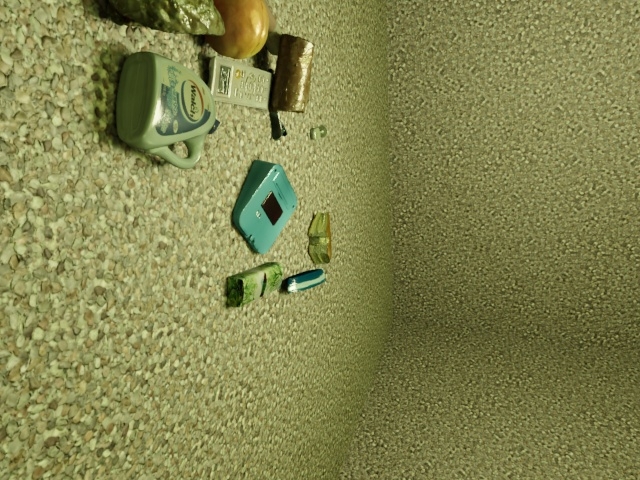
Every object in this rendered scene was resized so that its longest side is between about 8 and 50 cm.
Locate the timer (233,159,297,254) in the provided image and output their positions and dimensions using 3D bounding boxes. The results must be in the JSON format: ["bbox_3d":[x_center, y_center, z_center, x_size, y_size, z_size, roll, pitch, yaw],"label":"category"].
[{"bbox_3d":[-0.193,-0.107,1.474,0.250,0.091,0.232,-62,153,-24],"label":"timer"}]

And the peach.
[{"bbox_3d":[-0.214,-0.558,1.136,0.184,0.184,0.185,5,90,-70],"label":"peach"}]

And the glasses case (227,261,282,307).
[{"bbox_3d":[-0.206,0.139,1.467,0.272,0.062,0.096,-21,114,-68],"label":"glasses case"}]

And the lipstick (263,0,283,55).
[{"bbox_3d":[-0.176,-0.669,1.353,0.254,0.070,0.070,44,54,-65],"label":"lipstick"}]

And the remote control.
[{"bbox_3d":[-0.229,-0.447,1.294,0.313,0.054,0.110,-23,127,-64],"label":"remote control"}]

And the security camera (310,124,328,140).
[{"bbox_3d":[-0.013,-0.455,1.900,0.092,0.058,0.058,-28,121,-52],"label":"security camera"}]

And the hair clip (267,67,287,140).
[{"bbox_3d":[-0.152,-0.458,1.518,0.070,0.039,0.230,-51,139,-55],"label":"hair clip"}]

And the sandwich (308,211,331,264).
[{"bbox_3d":[0.000,0.000,1.961,0.088,0.089,0.245,-37,129,-67],"label":"sandwich"}]

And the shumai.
[{"bbox_3d":[-0.298,-0.521,0.888,0.256,0.188,0.219,-53,144,-65],"label":"shumai"}]

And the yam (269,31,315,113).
[{"bbox_3d":[-0.088,-0.517,1.422,0.129,0.127,0.239,-20,127,-58],"label":"yam"}]

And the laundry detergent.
[{"bbox_3d":[-0.318,-0.274,1.010,0.280,0.105,0.215,14,81,-71],"label":"laundry detergent"}]

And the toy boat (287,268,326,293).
[{"bbox_3d":[-0.066,0.163,1.820,0.299,0.095,0.062,-13,96,-67],"label":"toy boat"}]
